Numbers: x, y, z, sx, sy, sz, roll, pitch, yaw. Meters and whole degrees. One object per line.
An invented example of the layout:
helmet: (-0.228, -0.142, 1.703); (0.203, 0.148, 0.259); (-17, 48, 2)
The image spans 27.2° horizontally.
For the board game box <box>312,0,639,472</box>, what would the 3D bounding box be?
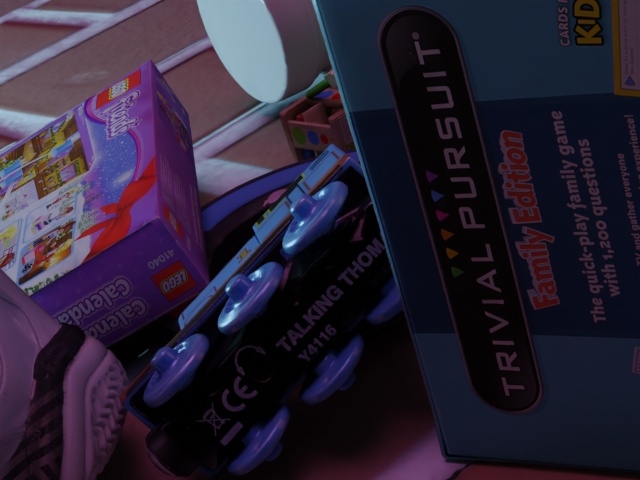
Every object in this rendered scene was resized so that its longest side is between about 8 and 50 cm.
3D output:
board game box: (0.182, -0.026, 0.506); (0.336, 0.254, 0.079); (0, 30, 32)

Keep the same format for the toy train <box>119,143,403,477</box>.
toy train: (-0.019, 0.037, 0.653); (0.184, 0.080, 0.105); (-48, 14, 3)

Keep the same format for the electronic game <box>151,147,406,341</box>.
electronic game: (0.000, 0.000, 0.807); (0.229, 0.048, 0.229); (-14, 26, 7)

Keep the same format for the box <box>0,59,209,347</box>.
box: (-0.178, -0.004, 0.869); (0.201, 0.057, 0.293); (-31, 25, 7)

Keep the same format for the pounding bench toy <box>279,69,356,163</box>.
pounding bench toy: (0.007, -0.091, 0.939); (0.052, 0.083, 0.065); (-36, 32, -32)

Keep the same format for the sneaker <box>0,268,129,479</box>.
sneaker: (-0.216, 0.096, 0.544); (0.137, 0.210, 0.366); (-33, 18, 23)

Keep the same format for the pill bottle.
pill bottle: (0.046, -0.230, 1.102); (0.278, 0.162, 0.162); (-30, 29, -23)
